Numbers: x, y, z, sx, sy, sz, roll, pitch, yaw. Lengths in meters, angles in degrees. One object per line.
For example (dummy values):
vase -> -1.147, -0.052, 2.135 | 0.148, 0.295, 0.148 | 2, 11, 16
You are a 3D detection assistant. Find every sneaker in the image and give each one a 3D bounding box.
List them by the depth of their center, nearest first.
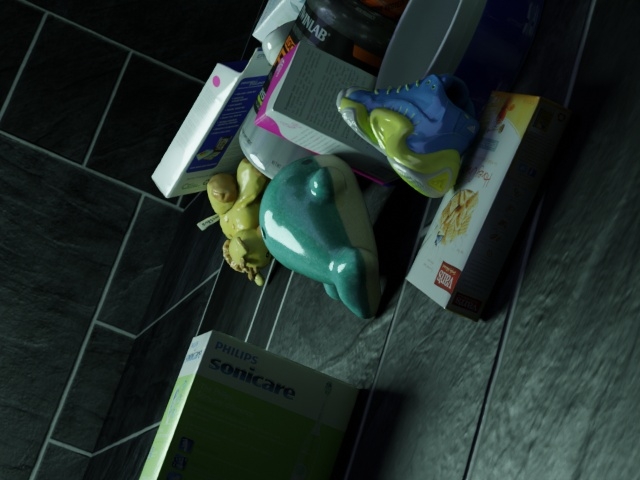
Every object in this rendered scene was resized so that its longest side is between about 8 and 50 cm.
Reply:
sneaker -> 0.113, -0.147, 1.448 | 0.126, 0.091, 0.240 | -50, 41, 10
sneaker -> 0.003, -0.277, 2.062 | 0.106, 0.123, 0.290 | -35, -20, 13

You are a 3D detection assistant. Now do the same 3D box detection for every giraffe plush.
giraffe plush -> -0.125, -0.022, 2.262 | 0.210, 0.181, 0.170 | -42, 46, 24

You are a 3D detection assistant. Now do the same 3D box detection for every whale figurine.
whale figurine -> 0.000, 0.000, 1.686 | 0.272, 0.141, 0.216 | -115, 15, -52

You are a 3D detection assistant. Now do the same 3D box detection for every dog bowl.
dog bowl -> 0.173, -0.251, 1.589 | 0.265, 0.104, 0.265 | -59, 16, 28

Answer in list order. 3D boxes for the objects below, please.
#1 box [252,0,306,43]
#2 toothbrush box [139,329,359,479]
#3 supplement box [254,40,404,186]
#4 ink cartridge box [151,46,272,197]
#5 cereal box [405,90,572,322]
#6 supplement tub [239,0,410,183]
box -> 0.021, -0.472, 2.202 | 0.231, 0.127, 0.262 | -38, 25, 49
toothbrush box -> -0.102, 0.281, 1.542 | 0.283, 0.206, 0.122 | -71, 14, -14
supplement box -> 0.035, -0.173, 1.735 | 0.114, 0.220, 0.111 | -69, 14, -11
ink cartridge box -> -0.147, -0.227, 2.188 | 0.175, 0.069, 0.371 | -15, -28, -47
cereal box -> 0.177, -0.043, 1.345 | 0.240, 0.047, 0.173 | -66, 12, 4
supplement tub -> 0.032, -0.247, 1.897 | 0.338, 0.207, 0.207 | -61, 15, 22
